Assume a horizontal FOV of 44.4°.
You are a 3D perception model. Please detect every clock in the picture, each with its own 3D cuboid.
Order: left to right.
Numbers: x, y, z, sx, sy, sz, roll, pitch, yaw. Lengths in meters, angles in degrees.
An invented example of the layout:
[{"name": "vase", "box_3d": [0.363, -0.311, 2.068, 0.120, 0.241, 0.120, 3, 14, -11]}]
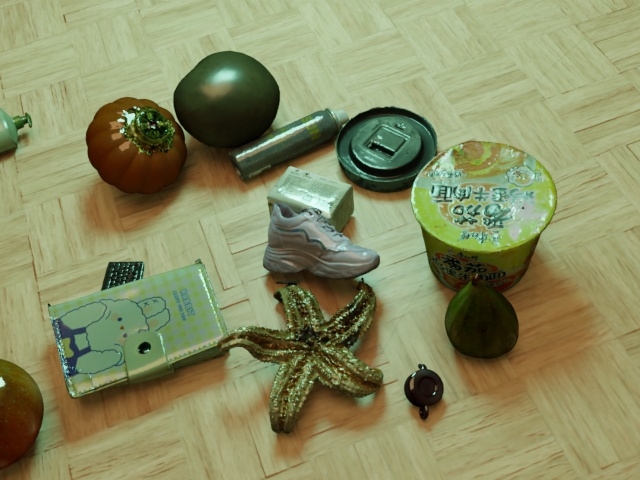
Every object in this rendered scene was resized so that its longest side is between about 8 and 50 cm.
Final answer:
[{"name": "clock", "box_3d": [0.146, -0.202, 1.736, 0.226, 0.049, 0.226, -3, 53, 4]}]

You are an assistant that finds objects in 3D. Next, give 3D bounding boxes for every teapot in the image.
[{"name": "teapot", "box_3d": [0.180, 0.266, 1.384, 0.068, 0.045, 0.100, 7, 70, -14]}]

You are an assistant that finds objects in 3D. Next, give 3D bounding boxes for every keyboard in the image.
[{"name": "keyboard", "box_3d": [-0.409, 0.145, 1.564, 0.087, 0.017, 0.250, 0, 53, 7]}]

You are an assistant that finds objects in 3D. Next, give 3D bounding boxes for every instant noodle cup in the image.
[{"name": "instant noodle cup", "box_3d": [0.305, -0.026, 1.487, 0.265, 0.200, 0.264, -4, 53, 5]}]

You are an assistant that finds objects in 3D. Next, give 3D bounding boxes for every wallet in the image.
[{"name": "wallet", "box_3d": [-0.344, 0.167, 1.489, 0.310, 0.077, 0.223, -17, 58, -11]}]

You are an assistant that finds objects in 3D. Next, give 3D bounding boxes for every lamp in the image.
[{"name": "lamp", "box_3d": [-0.401, -0.207, 1.715, 0.223, 0.196, 0.223, 16, 59, -28]}]

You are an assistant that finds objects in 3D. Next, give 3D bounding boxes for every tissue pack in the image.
[{"name": "tissue pack", "box_3d": [-0.019, -0.073, 1.626, 0.149, 0.099, 0.106, 20, 55, 21]}]

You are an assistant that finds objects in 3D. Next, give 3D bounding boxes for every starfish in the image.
[{"name": "starfish", "box_3d": [-0.031, 0.187, 1.432, 0.312, 0.113, 0.303, -10, 55, -12]}]

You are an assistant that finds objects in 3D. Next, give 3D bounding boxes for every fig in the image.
[{"name": "fig", "box_3d": [0.292, 0.119, 1.400, 0.133, 0.184, 0.126, 13, 28, 24]}]

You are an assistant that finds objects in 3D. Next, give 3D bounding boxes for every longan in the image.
[{"name": "longan", "box_3d": [-0.213, -0.315, 1.756, 0.246, 0.215, 0.246, 4, 15, -1]}]

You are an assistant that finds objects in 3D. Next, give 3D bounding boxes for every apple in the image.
[{"name": "apple", "box_3d": [-0.602, 0.310, 1.373, 0.235, 0.173, 0.210, 12, 61, 26]}]

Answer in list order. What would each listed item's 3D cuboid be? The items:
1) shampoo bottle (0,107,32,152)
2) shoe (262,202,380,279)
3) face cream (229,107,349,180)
[{"name": "shampoo bottle", "box_3d": [-0.801, -0.247, 1.862, 0.234, 0.087, 0.118, -25, 55, -12]}, {"name": "shoe", "box_3d": [0.000, 0.000, 1.524, 0.245, 0.137, 0.095, 5, 16, 24]}, {"name": "face cream", "box_3d": [-0.066, -0.224, 1.761, 0.284, 0.073, 0.073, -26, 55, -13]}]
